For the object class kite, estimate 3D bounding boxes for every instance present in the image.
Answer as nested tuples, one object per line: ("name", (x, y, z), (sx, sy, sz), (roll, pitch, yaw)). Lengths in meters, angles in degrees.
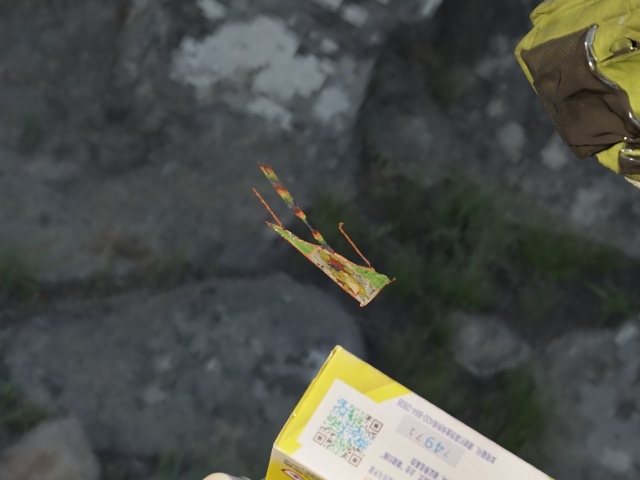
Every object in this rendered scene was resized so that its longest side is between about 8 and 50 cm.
("kite", (0.000, 0.000, 1.881), (0.198, 0.006, 0.244), (22, -24, 44))

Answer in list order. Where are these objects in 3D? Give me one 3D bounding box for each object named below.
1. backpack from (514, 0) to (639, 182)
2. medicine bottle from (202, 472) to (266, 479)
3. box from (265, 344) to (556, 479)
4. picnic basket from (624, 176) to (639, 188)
("backpack", (0.235, -0.125, 0.973), (0.207, 0.253, 0.140), (-34, 96, -15))
("medicine bottle", (-0.034, 0.315, 1.934), (0.252, 0.114, 0.114), (29, 25, -43))
("box", (0.092, 0.208, 1.394), (0.265, 0.168, 0.097), (32, 72, 5))
("picnic basket", (0.266, -0.058, 1.349), (0.083, 0.065, 0.083), (42, -1, 4))
